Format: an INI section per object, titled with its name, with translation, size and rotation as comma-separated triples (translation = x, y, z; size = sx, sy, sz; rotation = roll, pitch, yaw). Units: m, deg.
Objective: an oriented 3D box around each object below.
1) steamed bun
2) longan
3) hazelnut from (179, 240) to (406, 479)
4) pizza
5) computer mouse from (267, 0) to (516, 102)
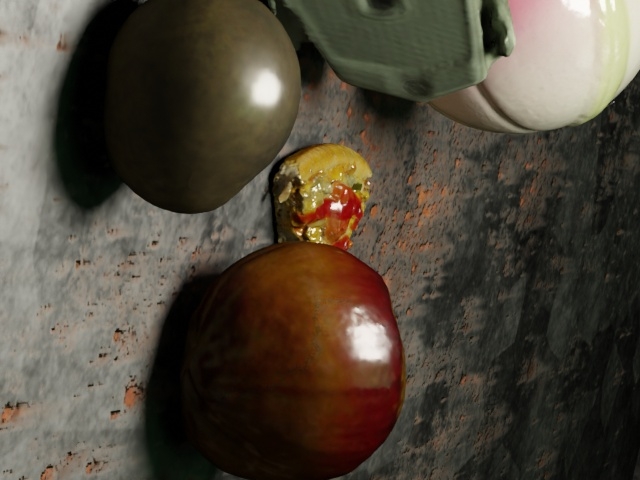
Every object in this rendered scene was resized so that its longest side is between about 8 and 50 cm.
[steamed bun]
translation = 0.187, -0.262, 1.906
size = 0.309, 0.309, 0.309
rotation = -44, 142, -51
[longan]
translation = -0.097, -0.114, 1.497
size = 0.187, 0.167, 0.167
rotation = -60, 162, 18
[hazelnut]
translation = -0.032, 0.125, 1.736
size = 0.217, 0.217, 0.251
rotation = -51, 170, -44
[pizza]
translation = 0.000, 0.000, 1.896
size = 0.188, 0.062, 0.199
rotation = -12, 116, -62
[computer mouse]
translation = 0.057, -0.283, 1.669
size = 0.429, 0.228, 0.145
rotation = 63, 36, -59
